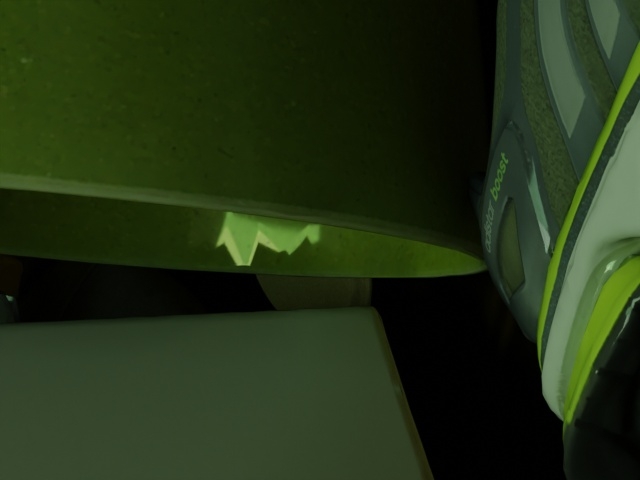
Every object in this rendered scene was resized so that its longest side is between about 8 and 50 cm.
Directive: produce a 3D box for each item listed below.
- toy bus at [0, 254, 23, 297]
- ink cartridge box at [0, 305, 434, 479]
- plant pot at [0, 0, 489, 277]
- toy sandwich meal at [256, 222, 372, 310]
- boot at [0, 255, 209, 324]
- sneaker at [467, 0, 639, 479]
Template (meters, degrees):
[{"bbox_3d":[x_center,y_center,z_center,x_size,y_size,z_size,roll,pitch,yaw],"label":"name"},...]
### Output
[{"bbox_3d":[-0.213,0.028,0.739,0.149,0.220,0.211,4,61,42],"label":"toy bus"},{"bbox_3d":[-0.167,0.182,0.607,0.285,0.395,0.166,101,162,-44],"label":"ink cartridge box"},{"bbox_3d":[-0.070,-0.146,0.540,0.275,0.274,0.293,-3,81,56],"label":"plant pot"},{"bbox_3d":[0.000,0.000,0.672,0.085,0.029,0.085,29,129,42],"label":"toy sandwich meal"},{"bbox_3d":[-0.143,0.112,0.864,0.223,0.118,0.338,53,129,35],"label":"boot"},{"bbox_3d":[0.099,-0.083,0.377,0.121,0.111,0.300,53,133,45],"label":"sneaker"}]
